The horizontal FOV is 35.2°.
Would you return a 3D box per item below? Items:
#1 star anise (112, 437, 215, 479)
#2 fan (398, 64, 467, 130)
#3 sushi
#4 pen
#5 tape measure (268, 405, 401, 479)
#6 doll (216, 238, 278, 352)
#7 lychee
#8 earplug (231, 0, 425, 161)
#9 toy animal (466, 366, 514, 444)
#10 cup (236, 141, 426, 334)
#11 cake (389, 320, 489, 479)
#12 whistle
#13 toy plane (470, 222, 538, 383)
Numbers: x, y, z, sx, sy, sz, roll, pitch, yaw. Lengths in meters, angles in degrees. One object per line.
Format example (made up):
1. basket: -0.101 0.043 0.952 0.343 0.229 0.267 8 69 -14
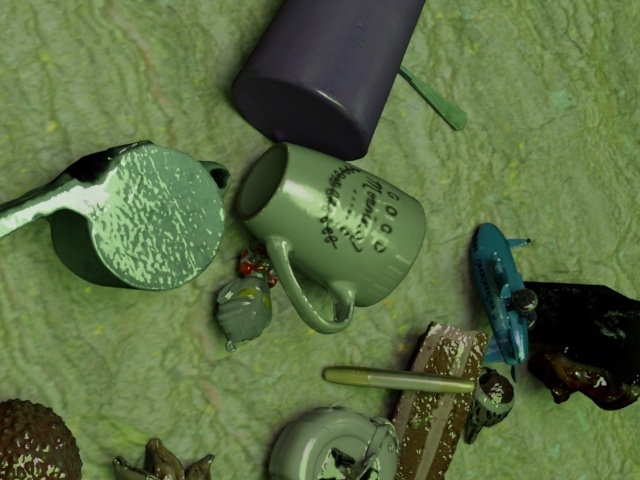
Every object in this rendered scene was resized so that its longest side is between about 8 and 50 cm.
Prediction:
1. star anise: -0.189 0.370 1.394 0.172 0.063 0.208 -11 64 -54
2. fan: 0.175 -0.249 1.677 0.193 0.016 0.038 37 68 -27
3. sushi: 0.464 0.184 1.728 0.216 0.227 0.212 7 93 -26
4. pen: 0.122 0.216 1.568 0.234 0.040 0.032 5 103 1
5. tape measure: 0.016 0.353 1.514 0.197 0.120 0.236 33 68 -25
6. doll: -0.104 0.079 1.470 0.094 0.079 0.180 32 61 -27
7. lychee: -0.374 0.293 1.243 0.165 0.165 0.197 -6 58 -32
8. earplug: 0.058 -0.355 1.500 0.215 0.215 0.455 35 69 -26
9. toy animal: 0.277 0.280 1.687 0.098 0.098 0.137 6 88 -32
10. cup: 0.000 0.000 1.453 0.234 0.186 0.258 28 59 -27
11. cake: 0.177 0.271 1.626 0.116 0.113 0.295 20 87 3
12. whistle: -0.304 -0.036 1.288 0.405 0.168 0.188 7 86 -32
13. toy plane: 0.306 0.090 1.674 0.105 0.254 0.271 -3 64 9
